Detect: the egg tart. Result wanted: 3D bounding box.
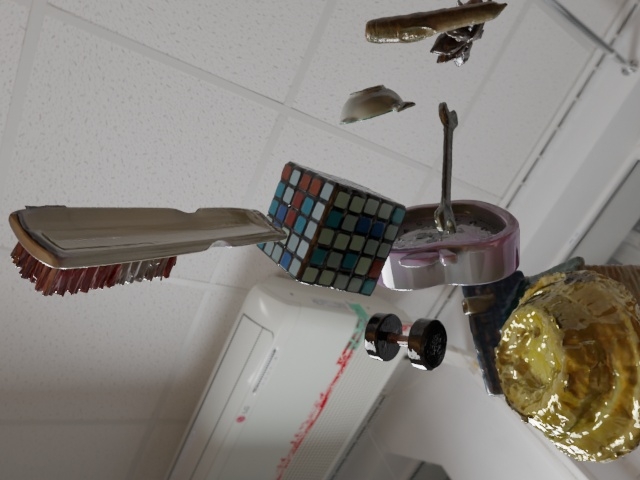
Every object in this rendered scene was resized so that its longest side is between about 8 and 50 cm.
[{"bbox_3d":[0.355,0.178,0.704,0.115,0.290,0.291,7,-62,-13],"label":"egg tart"}]

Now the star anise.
[{"bbox_3d":[0.401,-0.585,1.293,0.209,0.089,0.231,-32,-21,-36],"label":"star anise"}]

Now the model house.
[{"bbox_3d":[0.617,0.262,1.279,0.399,0.396,0.445,6,-23,-21],"label":"model house"}]

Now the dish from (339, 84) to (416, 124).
[{"bbox_3d":[0.152,-0.402,1.354,0.224,0.246,0.078,-30,-67,-35],"label":"dish"}]

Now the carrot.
[{"bbox_3d":[0.278,-0.531,1.143,0.341,0.070,0.070,-5,-52,12],"label":"carrot"}]

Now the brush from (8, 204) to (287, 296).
[{"bbox_3d":[-0.129,0.001,0.446,0.050,0.060,0.321,-57,-17,17],"label":"brush"}]

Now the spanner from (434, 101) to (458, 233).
[{"bbox_3d":[0.200,-0.119,0.741,0.015,0.255,0.054,-16,-37,39],"label":"spanner"}]

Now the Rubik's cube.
[{"bbox_3d":[0.017,-0.025,0.882,0.184,0.182,0.187,15,-78,-37],"label":"Rubik's cube"}]

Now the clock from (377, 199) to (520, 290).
[{"bbox_3d":[0.278,0.009,1.078,0.338,0.338,0.102,-19,-69,-16],"label":"clock"}]

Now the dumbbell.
[{"bbox_3d":[0.257,0.303,1.427,0.152,0.218,0.153,0,-90,-46],"label":"dumbbell"}]
